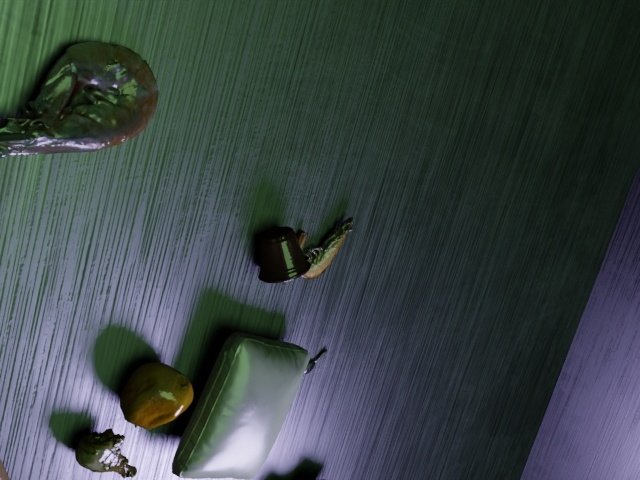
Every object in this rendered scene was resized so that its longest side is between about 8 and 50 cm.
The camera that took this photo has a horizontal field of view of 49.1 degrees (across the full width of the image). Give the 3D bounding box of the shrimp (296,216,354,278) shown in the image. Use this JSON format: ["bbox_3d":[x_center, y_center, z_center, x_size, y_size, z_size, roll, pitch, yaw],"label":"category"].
[{"bbox_3d":[-0.001,-0.001,1.539,0.178,0.034,0.124,-53,131,-5],"label":"shrimp"}]

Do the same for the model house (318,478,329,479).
[{"bbox_3d":[-0.037,0.709,1.751,0.239,0.173,0.268,-55,140,-7],"label":"model house"}]

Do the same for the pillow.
[{"bbox_3d":[-0.166,0.358,1.487,0.255,0.119,0.323,23,90,-50],"label":"pillow"}]

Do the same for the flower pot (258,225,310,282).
[{"bbox_3d":[-0.082,0.024,1.424,0.111,0.111,0.089,-26,114,-34],"label":"flower pot"}]

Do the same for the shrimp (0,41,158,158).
[{"bbox_3d":[-0.376,-0.205,1.042,0.316,0.062,0.164,-26,122,-39],"label":"shrimp"}]

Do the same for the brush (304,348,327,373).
[{"bbox_3d":[-0.012,0.292,1.688,0.083,0.008,0.024,-43,131,-21],"label":"brush"}]

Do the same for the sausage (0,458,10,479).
[{"bbox_3d":[-0.553,0.435,1.183,0.065,0.065,0.301,-26,128,-34],"label":"sausage"}]

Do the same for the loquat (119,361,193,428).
[{"bbox_3d":[-0.311,0.296,1.320,0.137,0.113,0.137,-25,145,-19],"label":"loquat"}]

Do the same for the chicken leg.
[{"bbox_3d":[-0.394,0.410,1.326,0.093,0.070,0.178,-31,140,-8],"label":"chicken leg"}]
